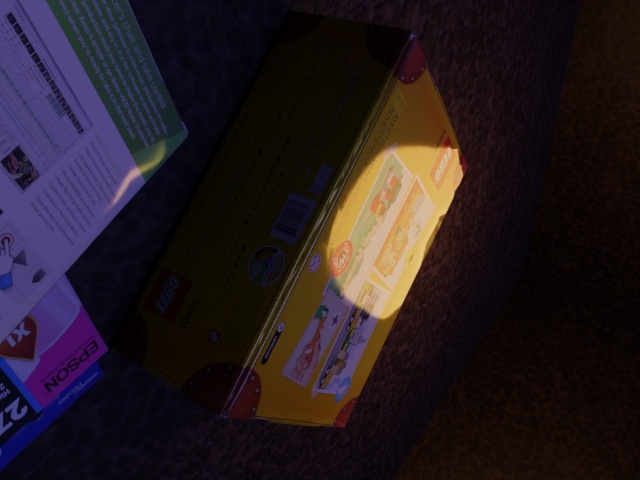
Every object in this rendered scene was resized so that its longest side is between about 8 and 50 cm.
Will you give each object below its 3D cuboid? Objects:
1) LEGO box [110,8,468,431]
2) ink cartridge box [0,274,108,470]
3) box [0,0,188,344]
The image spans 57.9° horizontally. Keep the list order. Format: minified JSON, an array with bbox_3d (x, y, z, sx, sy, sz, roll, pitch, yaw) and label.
[{"bbox_3d":[0.000,0.000,0.839,0.499,0.193,0.372,-63,151,-8],"label":"LEGO box"},{"bbox_3d":[-0.311,0.087,0.522,0.175,0.069,0.370,-47,147,-34],"label":"ink cartridge box"},{"bbox_3d":[-0.240,-0.066,0.410,0.322,0.059,0.232,-57,151,-31],"label":"box"}]
